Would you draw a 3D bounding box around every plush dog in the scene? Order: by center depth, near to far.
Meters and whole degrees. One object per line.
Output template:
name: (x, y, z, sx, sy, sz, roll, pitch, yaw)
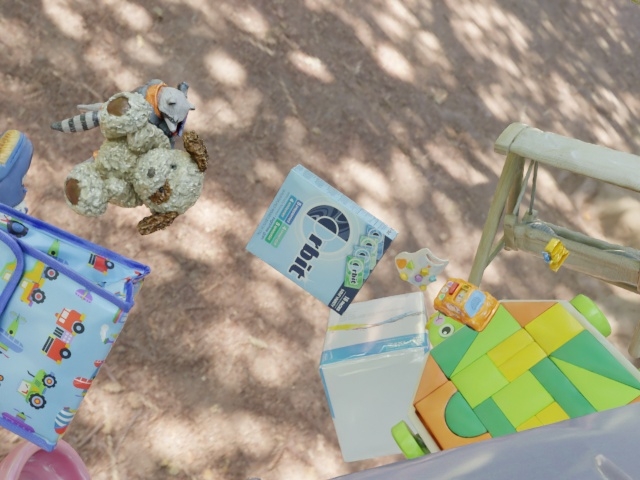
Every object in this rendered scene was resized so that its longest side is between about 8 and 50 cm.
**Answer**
plush dog: (-0.339, -0.129, 1.613, 0.225, 0.262, 0.210, 26, -3, 13)

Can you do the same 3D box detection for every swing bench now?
swing bench: (0.360, -0.021, 1.101, 0.253, 0.254, 0.165, 22, 37, 24)

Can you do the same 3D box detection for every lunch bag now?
lunch bag: (-0.393, 0.077, 0.980, 0.293, 0.221, 0.138, 28, 14, -10)

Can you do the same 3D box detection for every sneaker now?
sneaker: (-0.468, -0.011, 1.191, 0.131, 0.112, 0.296, 23, 88, -33)

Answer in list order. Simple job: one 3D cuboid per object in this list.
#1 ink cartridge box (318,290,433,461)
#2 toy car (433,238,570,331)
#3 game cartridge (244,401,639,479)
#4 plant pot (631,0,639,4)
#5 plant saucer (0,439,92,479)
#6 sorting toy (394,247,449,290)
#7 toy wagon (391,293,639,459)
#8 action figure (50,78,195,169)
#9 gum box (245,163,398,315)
ink cartridge box: (0.122, 0.246, 1.533, 0.270, 0.197, 0.198, -76, 153, -72)
toy car: (0.153, 0.027, 0.716, 0.060, 0.122, 0.040, 50, 0, 42)
game cartridge: (0.100, 0.125, 0.280, 0.230, 0.355, 0.068, -154, -128, -81)
plant pot: (0.212, -0.348, 0.754, 0.276, 0.254, 0.276, -8, 104, -35)
plant saucer: (-0.424, 0.466, 1.223, 0.332, 0.084, 0.332, -14, 90, -84)
sorting toy: (0.182, 0.044, 1.413, 0.083, 0.075, 0.045, 28, 45, -16)
toy wagon: (0.203, 0.163, 0.887, 0.068, 0.267, 0.344, 53, 2, -40)
action figure: (-0.424, -0.234, 1.793, 0.178, 0.330, 0.341, 43, 37, -43)
gum box: (0.000, 0.000, 1.241, 0.184, 0.157, 0.041, 35, 26, 6)
